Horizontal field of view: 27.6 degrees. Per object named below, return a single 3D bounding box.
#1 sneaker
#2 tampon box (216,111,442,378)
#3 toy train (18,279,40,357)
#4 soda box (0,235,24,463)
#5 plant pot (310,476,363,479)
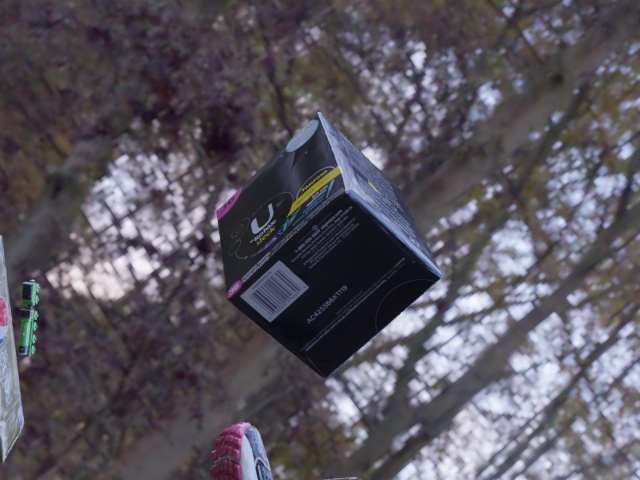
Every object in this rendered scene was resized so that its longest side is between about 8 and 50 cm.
[{"bbox_3d":[-0.048,0.359,1.590,0.121,0.112,0.299,0,-68,67],"label":"sneaker"},{"bbox_3d":[0.000,0.000,0.981,0.101,0.120,0.161,42,13,-23],"label":"tampon box"},{"bbox_3d":[-0.311,0.083,1.382,0.024,0.017,0.083,18,76,-85],"label":"toy train"},{"bbox_3d":[-0.281,0.086,1.034,0.061,0.058,0.181,3,-64,6],"label":"soda box"},{"bbox_3d":[-0.083,0.295,1.065,0.215,0.230,0.215,-172,-90,-70],"label":"plant pot"}]
